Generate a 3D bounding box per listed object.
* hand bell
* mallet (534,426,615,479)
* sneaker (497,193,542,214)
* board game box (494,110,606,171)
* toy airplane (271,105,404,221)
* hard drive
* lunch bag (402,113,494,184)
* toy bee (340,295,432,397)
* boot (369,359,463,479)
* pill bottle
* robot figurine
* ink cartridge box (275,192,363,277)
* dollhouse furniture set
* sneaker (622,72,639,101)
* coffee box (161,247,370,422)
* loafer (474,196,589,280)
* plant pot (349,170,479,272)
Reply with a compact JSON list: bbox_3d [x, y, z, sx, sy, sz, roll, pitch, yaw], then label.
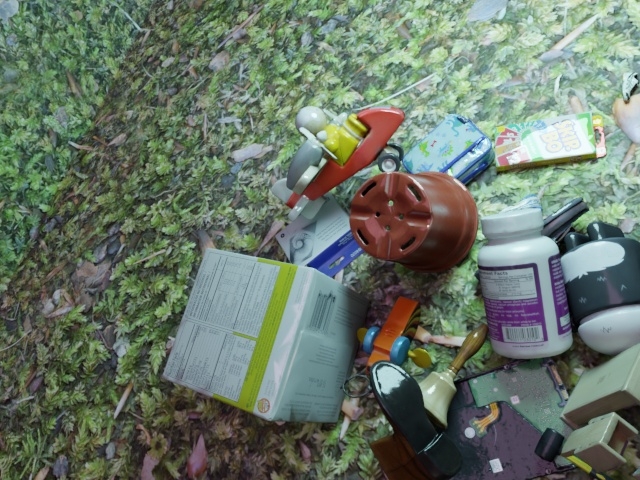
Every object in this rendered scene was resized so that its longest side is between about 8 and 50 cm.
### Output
[{"bbox_3d":[0.302,0.284,1.157,0.126,0.126,0.242,34,74,35],"label":"hand bell"},{"bbox_3d":[0.508,0.447,0.999,0.190,0.039,0.062,37,87,30],"label":"mallet"},{"bbox_3d":[0.492,-0.060,1.297,0.135,0.052,0.058,-33,61,12],"label":"sneaker"},{"bbox_3d":[0.589,-0.257,1.343,0.260,0.039,0.124,-4,67,24],"label":"board game box"},{"bbox_3d":[0.008,-0.234,1.428,0.384,0.272,0.386,-40,13,-21],"label":"toy airplane"},{"bbox_3d":[0.383,0.410,1.138,0.339,0.064,0.236,-25,59,17],"label":"hard drive"},{"bbox_3d":[0.352,-0.227,1.423,0.219,0.090,0.176,-39,59,9],"label":"lunch bag"},{"bbox_3d":[0.155,0.287,1.282,0.298,0.162,0.195,-33,44,-18],"label":"toy bee"},{"bbox_3d":[0.167,0.413,1.128,0.096,0.280,0.264,-34,70,-28],"label":"boot"},{"bbox_3d":[0.435,0.088,1.123,0.169,0.169,0.301,-8,93,25],"label":"pill bottle"},{"bbox_3d":[0.611,0.102,1.091,0.174,0.209,0.278,-7,64,7],"label":"robot figurine"},{"bbox_3d":[0.000,0.000,1.534,0.223,0.045,0.224,-40,56,7],"label":"ink cartridge box"},{"bbox_3d":[0.622,0.384,0.933,0.303,0.198,0.286,39,58,14],"label":"dollhouse furniture set"},{"bbox_3d":[0.777,-0.388,1.299,0.037,0.032,0.083,3,71,29],"label":"sneaker"},{"bbox_3d":[-0.123,0.244,1.313,0.335,0.338,0.337,9,75,31],"label":"coffee box"},{"bbox_3d":[0.514,0.023,1.231,0.303,0.109,0.095,-40,75,14],"label":"loafer"},{"bbox_3d":[0.217,-0.053,1.264,0.273,0.265,0.272,-1,88,30],"label":"plant pot"}]
